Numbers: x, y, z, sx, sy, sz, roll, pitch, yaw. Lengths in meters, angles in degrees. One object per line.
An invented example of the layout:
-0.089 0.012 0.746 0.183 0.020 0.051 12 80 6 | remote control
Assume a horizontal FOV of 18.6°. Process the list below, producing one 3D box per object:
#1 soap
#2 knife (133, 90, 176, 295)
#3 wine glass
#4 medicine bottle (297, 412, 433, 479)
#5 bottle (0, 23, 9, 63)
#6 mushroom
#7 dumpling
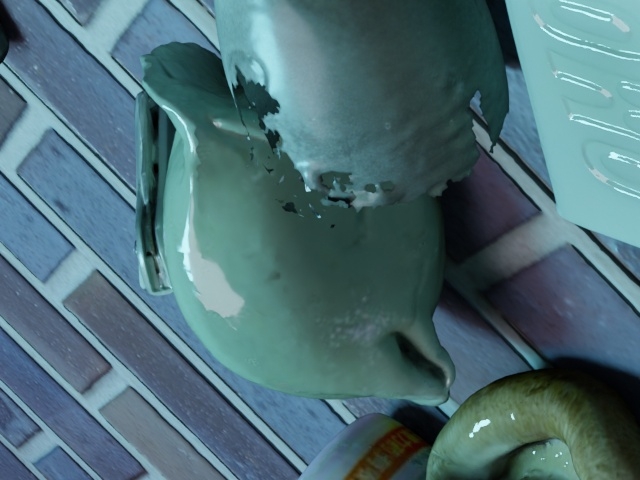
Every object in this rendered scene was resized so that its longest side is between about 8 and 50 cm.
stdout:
0.205 -0.110 1.208 0.160 0.087 0.265 21 146 36 | soap
-0.139 -0.050 1.632 0.041 0.265 0.073 -7 124 0 | knife
0.003 -0.187 1.273 0.190 0.190 0.357 17 139 41 | wine glass
0.144 0.348 1.804 0.388 0.219 0.219 35 152 17 | medicine bottle
-0.370 -0.260 1.789 0.096 0.079 0.253 -17 122 21 | bottle
0.188 0.179 1.597 0.286 0.156 0.151 17 111 55 | mushroom
-0.001 -0.009 1.538 0.212 0.270 0.320 3 112 22 | dumpling
